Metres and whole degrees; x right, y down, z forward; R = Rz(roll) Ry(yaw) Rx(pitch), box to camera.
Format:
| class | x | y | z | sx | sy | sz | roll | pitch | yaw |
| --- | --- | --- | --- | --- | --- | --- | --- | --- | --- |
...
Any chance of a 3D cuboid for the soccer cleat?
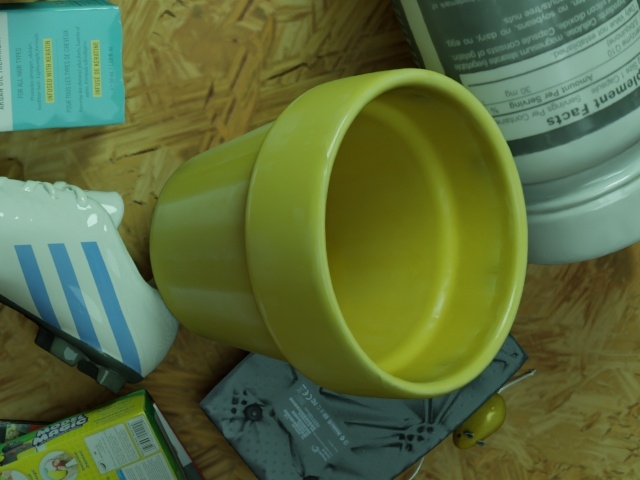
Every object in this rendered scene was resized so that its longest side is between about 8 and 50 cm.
| class | x | y | z | sx | sy | sz | roll | pitch | yaw |
| --- | --- | --- | --- | --- | --- | --- | --- | --- | --- |
| soccer cleat | -0.249 | -0.007 | 1.520 | 0.331 | 0.116 | 0.143 | 35 | 81 | -27 |

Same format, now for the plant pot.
| class | x | y | z | sx | sy | sz | roll | pitch | yaw |
| --- | --- | --- | --- | --- | --- | --- | --- | --- | --- |
| plant pot | 0.000 | 0.000 | 1.497 | 0.254 | 0.239 | 0.254 | 4 | 84 | -45 |

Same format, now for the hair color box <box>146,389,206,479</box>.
| class | x | y | z | sx | sy | sz | roll | pitch | yaw |
| --- | --- | --- | --- | --- | --- | --- | --- | --- | --- |
| hair color box | -0.143 | 0.210 | 1.629 | 0.072 | 0.043 | 0.141 | -33 | 109 | -7 |

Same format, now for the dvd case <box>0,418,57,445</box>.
| class | x | y | z | sx | sy | sz | roll | pitch | yaw |
| --- | --- | --- | --- | --- | --- | --- | --- | --- | --- |
| dvd case | -0.276 | 0.196 | 1.599 | 0.119 | 0.013 | 0.087 | 4 | 100 | -19 |

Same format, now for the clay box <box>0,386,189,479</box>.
| class | x | y | z | sx | sy | sz | roll | pitch | yaw |
| --- | --- | --- | --- | --- | --- | --- | --- | --- | --- |
| clay box | -0.226 | 0.225 | 1.569 | 0.222 | 0.053 | 0.127 | -21 | 111 | 4 |

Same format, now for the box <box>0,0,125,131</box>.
| class | x | y | z | sx | sy | sz | roll | pitch | yaw |
| --- | --- | --- | --- | --- | --- | --- | --- | --- | --- |
| box | -0.284 | -0.139 | 1.498 | 0.244 | 0.060 | 0.101 | -5 | 103 | -17 |

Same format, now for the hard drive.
| class | x | y | z | sx | sy | sz | roll | pitch | yaw |
| --- | --- | --- | --- | --- | --- | --- | --- | --- | --- |
| hard drive | 0.037 | 0.121 | 1.642 | 0.254 | 0.054 | 0.172 | -39 | 98 | -2 |

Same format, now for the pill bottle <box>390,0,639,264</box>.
| class | x | y | z | sx | sy | sz | roll | pitch | yaw |
| --- | --- | --- | --- | --- | --- | --- | --- | --- | --- |
| pill bottle | 0.176 | -0.175 | 1.557 | 0.204 | 0.204 | 0.361 | -27 | 112 | -11 |

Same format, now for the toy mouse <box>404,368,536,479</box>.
| class | x | y | z | sx | sy | sz | roll | pitch | yaw |
| --- | --- | --- | --- | --- | --- | --- | --- | --- | --- |
| toy mouse | 0.106 | 0.145 | 1.700 | 0.143 | 0.031 | 0.161 | 39 | 88 | -21 |
